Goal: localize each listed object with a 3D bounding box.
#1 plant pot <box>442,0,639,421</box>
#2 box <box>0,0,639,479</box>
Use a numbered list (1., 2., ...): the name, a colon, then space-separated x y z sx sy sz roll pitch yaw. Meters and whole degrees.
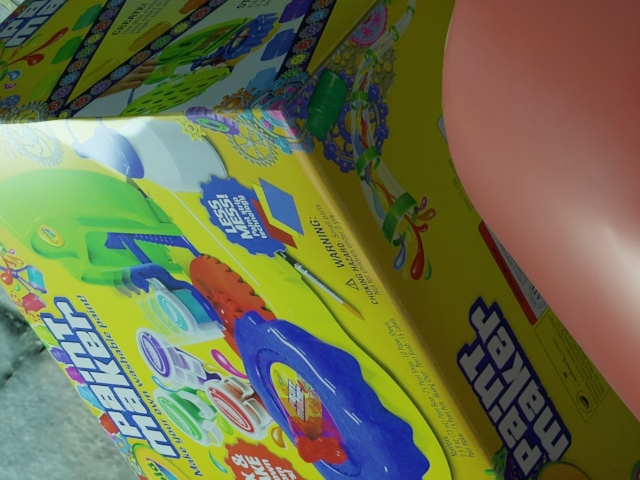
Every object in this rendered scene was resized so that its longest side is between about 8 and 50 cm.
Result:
1. plant pot: 0.182 -0.025 0.615 0.243 0.275 0.275 41 173 49
2. box: 0.000 0.000 0.970 0.279 0.177 0.290 1 131 46
